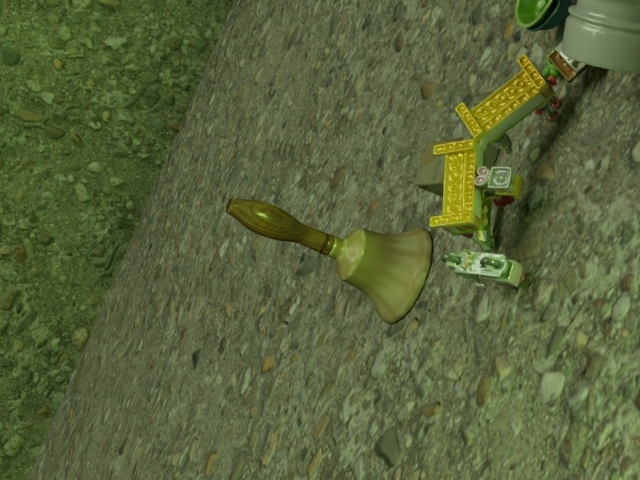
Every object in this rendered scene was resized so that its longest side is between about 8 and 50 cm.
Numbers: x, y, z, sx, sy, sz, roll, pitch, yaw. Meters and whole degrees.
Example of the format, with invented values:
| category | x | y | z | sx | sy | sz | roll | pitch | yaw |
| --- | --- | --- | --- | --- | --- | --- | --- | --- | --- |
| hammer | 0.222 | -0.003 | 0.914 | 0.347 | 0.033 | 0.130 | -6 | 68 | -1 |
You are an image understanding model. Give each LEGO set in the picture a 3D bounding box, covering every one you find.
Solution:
| category | x | y | z | sx | sy | sz | roll | pitch | yaw |
| --- | --- | --- | --- | --- | --- | --- | --- | --- | --- |
| LEGO set | 0.205 | -0.086 | 1.325 | 0.132 | 0.107 | 0.287 | 18 | 81 | 37 |

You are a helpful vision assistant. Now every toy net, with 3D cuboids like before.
| category | x | y | z | sx | sy | sz | roll | pitch | yaw |
| --- | --- | --- | --- | --- | --- | --- | --- | --- | --- |
| toy net | 0.290 | -0.271 | 1.307 | 0.232 | 0.045 | 0.122 | -41 | 38 | 49 |

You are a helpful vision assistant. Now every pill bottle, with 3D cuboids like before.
| category | x | y | z | sx | sy | sz | roll | pitch | yaw |
| --- | --- | --- | --- | --- | --- | --- | --- | --- | --- |
| pill bottle | 0.288 | -0.273 | 1.132 | 0.131 | 0.131 | 0.229 | -117 | 32 | -66 |

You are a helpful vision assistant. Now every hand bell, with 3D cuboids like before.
| category | x | y | z | sx | sy | sz | roll | pitch | yaw |
| --- | --- | --- | --- | --- | --- | --- | --- | --- | --- |
| hand bell | 0.000 | 0.000 | 1.510 | 0.126 | 0.242 | 0.126 | -53 | 24 | 36 |

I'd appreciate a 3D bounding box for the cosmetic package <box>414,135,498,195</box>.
| category | x | y | z | sx | sy | sz | roll | pitch | yaw |
| --- | --- | --- | --- | --- | --- | --- | --- | --- | --- |
| cosmetic package | 0.158 | -0.086 | 1.481 | 0.115 | 0.041 | 0.060 | -2 | 68 | 70 |
